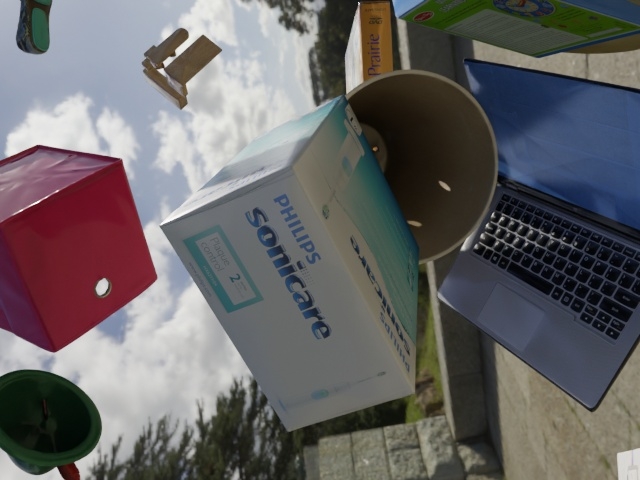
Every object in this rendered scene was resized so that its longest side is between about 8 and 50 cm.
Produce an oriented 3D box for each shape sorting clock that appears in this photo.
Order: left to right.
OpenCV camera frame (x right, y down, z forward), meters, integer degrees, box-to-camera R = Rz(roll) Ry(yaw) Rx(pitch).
[{"bbox_3d":[0.135,-0.171,0.412,0.206,0.206,0.040,-77,0,-82],"label":"shape sorting clock"}]

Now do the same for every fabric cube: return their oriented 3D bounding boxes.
[{"bbox_3d":[-0.497,0.000,1.080,0.254,0.259,0.258,-42,-45,-45],"label":"fabric cube"}]

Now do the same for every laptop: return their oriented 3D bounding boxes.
[{"bbox_3d":[0.323,-0.025,0.933,0.407,0.237,0.382,-63,34,9],"label":"laptop"}]

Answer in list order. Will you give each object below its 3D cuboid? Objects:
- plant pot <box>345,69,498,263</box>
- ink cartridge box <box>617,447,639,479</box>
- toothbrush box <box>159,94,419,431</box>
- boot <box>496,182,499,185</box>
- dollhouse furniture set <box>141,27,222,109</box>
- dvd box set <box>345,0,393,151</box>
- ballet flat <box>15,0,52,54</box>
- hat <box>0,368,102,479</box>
[{"bbox_3d":[0.085,-0.115,0.900,0.274,0.257,0.256,-140,37,-74],"label":"plant pot"},{"bbox_3d":[0.382,0.251,0.601,0.198,0.116,0.067,54,-139,-64],"label":"ink cartridge box"},{"bbox_3d":[0.000,0.000,0.591,0.216,0.126,0.295,61,-162,-18],"label":"toothbrush box"},{"bbox_3d":[0.403,-0.117,1.169,0.076,0.209,0.189,-92,-23,-45],"label":"boot"},{"bbox_3d":[-0.317,-0.400,1.357,0.144,0.123,0.151,40,164,5],"label":"dollhouse furniture set"},{"bbox_3d":[0.099,-0.219,1.208,0.307,0.062,0.419,171,97,-88],"label":"dvd box set"},{"bbox_3d":[-0.562,-0.453,1.151,0.070,0.070,0.188,58,-146,-81],"label":"ballet flat"},{"bbox_3d":[-0.453,0.335,0.921,0.208,0.183,0.173,39,-159,9],"label":"hat"}]
